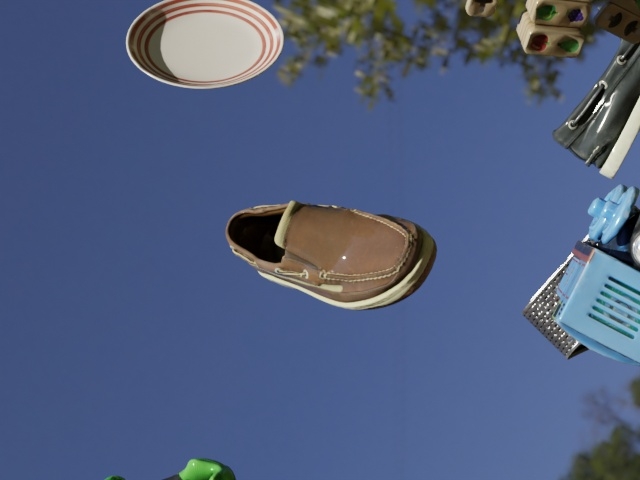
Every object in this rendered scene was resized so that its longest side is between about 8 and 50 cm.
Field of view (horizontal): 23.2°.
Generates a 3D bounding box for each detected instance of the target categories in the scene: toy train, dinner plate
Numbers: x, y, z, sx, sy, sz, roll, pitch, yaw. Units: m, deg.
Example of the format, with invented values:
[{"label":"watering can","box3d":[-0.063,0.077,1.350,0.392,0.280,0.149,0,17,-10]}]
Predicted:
[{"label":"toy train","box3d":[0.201,0.022,1.040,0.105,0.080,0.184,-61,-3,4]},{"label":"dinner plate","box3d":[-0.103,-0.176,1.399,0.141,0.141,0.017,-36,-34,-33]}]

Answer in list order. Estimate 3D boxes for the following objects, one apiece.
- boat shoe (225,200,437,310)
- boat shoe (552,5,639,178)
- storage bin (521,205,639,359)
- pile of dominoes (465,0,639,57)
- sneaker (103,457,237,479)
[{"label":"boat shoe","box3d":[-0.003,0.007,1.477,0.095,0.257,0.095,32,-109,-33]},{"label":"boat shoe","box3d":[0.393,-0.253,1.966,0.127,0.113,0.340,-31,-35,-77]},{"label":"storage bin","box3d":[0.349,0.051,1.940,0.180,0.084,0.122,-51,-18,23]},{"label":"pile of dominoes","box3d":[0.258,-0.289,1.476,0.196,0.040,0.251,4,-51,-13]},{"label":"sneaker","box3d":[-0.228,0.291,1.449,0.343,0.134,0.146,-18,-60,-20]}]
